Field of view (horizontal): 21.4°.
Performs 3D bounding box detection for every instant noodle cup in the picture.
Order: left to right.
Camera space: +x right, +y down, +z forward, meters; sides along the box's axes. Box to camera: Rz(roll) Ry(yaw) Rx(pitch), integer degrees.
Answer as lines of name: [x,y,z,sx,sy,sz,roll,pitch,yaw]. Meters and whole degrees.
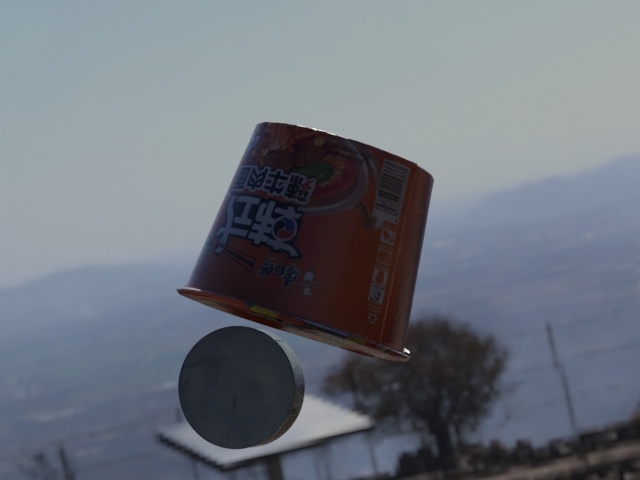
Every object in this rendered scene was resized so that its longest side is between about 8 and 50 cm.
instant noodle cup: [0.000,0.000,1.731,0.250,0.192,0.250,17,-5,2]

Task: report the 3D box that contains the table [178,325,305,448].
table: [-0.086,0.160,1.844,0.133,0.133,0.043,-11,-9,15]
